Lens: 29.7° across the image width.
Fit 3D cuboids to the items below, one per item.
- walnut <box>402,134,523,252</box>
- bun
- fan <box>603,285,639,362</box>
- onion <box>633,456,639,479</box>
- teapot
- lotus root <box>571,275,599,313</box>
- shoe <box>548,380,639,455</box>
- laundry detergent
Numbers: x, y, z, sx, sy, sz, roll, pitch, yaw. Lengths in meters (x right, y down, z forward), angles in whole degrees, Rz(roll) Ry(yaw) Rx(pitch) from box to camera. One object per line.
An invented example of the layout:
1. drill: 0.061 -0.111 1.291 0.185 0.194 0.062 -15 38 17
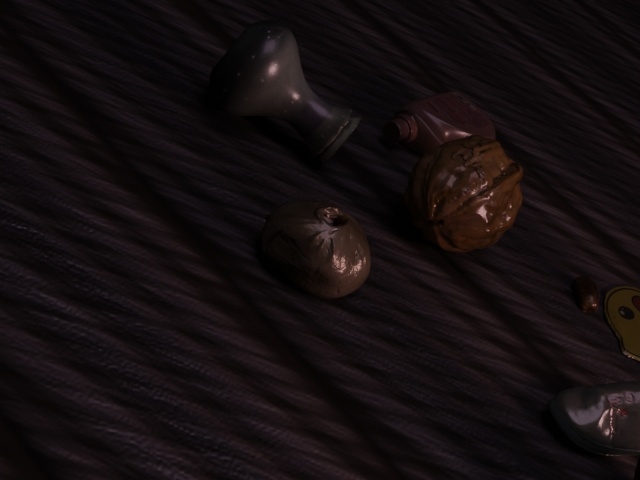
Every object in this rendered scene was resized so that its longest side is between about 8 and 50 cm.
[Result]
1. walnut: 0.247 -0.079 2.056 0.198 0.198 0.245 38 38 9
2. bun: 0.000 0.000 1.830 0.173 0.113 0.167 9 40 -33
3. fan: 0.633 0.160 2.204 0.335 0.011 0.229 -16 56 -47
4. onion: 0.549 0.380 1.678 0.272 0.230 0.256 41 43 -4
5. teapot: -0.059 -0.247 2.057 0.251 0.183 0.183 40 34 -8
6. lotus root: 0.472 0.091 2.151 0.037 0.030 0.083 18 36 -17
7. shoe: 0.472 0.270 1.870 0.251 0.100 0.103 13 39 -28
8. laundry detergent: 0.232 -0.201 2.289 0.171 0.076 0.237 46 37 19
